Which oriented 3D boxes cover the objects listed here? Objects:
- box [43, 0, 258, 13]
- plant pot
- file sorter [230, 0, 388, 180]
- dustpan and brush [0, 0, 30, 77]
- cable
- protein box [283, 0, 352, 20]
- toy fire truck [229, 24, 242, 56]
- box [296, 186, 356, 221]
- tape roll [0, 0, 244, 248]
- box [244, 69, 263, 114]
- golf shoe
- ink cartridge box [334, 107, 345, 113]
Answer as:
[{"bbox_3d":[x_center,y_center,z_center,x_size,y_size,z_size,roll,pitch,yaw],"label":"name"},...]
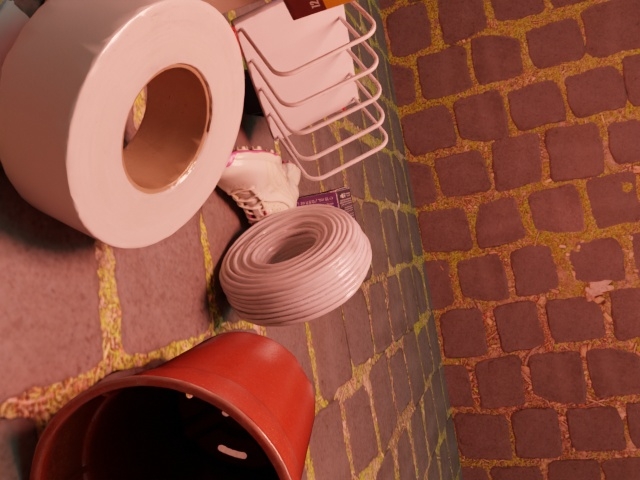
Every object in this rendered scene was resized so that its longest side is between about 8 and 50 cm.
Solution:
[{"bbox_3d":[-0.192,-0.328,0.710,0.094,0.275,0.113,50,35,-57],"label":"box"},{"bbox_3d":[-0.126,0.237,0.667,0.265,0.273,0.272,-38,116,-76],"label":"plant pot"},{"bbox_3d":[-0.001,-0.266,1.011,0.173,0.193,0.277,58,-8,33],"label":"file sorter"},{"bbox_3d":[-0.307,-0.133,0.642,0.211,0.060,0.147,48,49,-46],"label":"dustpan and brush"},{"bbox_3d":[-0.042,0.035,0.970,0.257,0.257,0.089,-47,126,-39],"label":"cable"},{"bbox_3d":[0.032,-0.396,0.653,0.136,0.201,0.199,49,32,-58],"label":"protein box"},{"bbox_3d":[-0.209,-0.272,0.845,0.192,0.135,0.047,-49,126,-66],"label":"toy fire truck"},{"bbox_3d":[0.000,0.000,1.257,0.108,0.153,0.207,-24,102,-70],"label":"box"},{"bbox_3d":[-0.205,-0.137,0.649,0.286,0.100,0.286,-54,158,-34],"label":"tape roll"},{"bbox_3d":[-0.067,-0.324,1.232,0.158,0.156,0.093,-23,102,-70],"label":"box"},{"bbox_3d":[-0.111,-0.089,1.066,0.306,0.115,0.140,8,76,-68],"label":"golf shoe"},{"bbox_3d":[-0.028,-0.480,1.479,0.197,0.114,0.272,35,49,-62],"label":"ink cartridge box"}]
